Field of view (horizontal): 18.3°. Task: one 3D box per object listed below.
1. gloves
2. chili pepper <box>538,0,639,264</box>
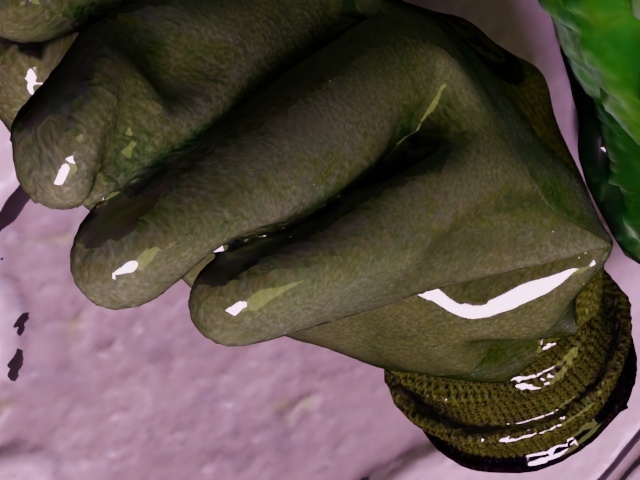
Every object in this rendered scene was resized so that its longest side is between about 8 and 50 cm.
[{"bbox_3d":[0.005,-0.012,0.510,0.268,0.135,0.107,29,70,-56],"label":"gloves"},{"bbox_3d":[0.148,-0.057,0.492,0.167,0.213,0.385,-33,122,2],"label":"chili pepper"}]
